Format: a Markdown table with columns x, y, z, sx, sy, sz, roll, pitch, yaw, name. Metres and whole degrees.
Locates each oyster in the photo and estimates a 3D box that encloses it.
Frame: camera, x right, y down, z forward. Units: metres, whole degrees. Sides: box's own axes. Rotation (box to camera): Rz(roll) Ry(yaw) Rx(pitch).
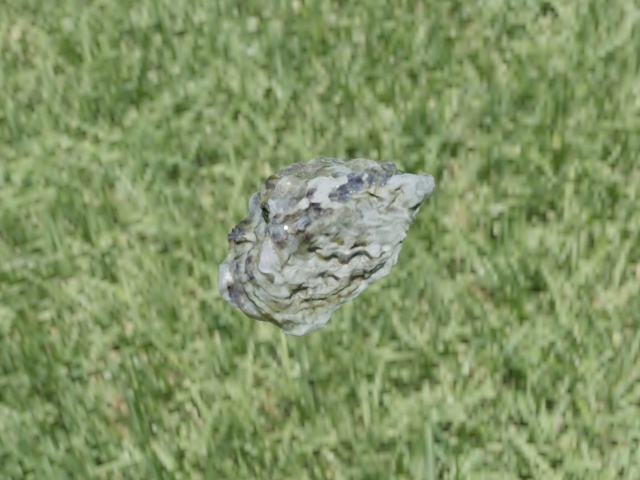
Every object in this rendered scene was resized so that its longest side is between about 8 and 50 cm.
| x | y | z | sx | sy | sz | roll | pitch | yaw | name |
| --- | --- | --- | --- | --- | --- | --- | --- | --- | --- |
| 0.001 | 0.000 | 0.969 | 0.098 | 0.037 | 0.100 | 16 | 81 | 6 | oyster |
